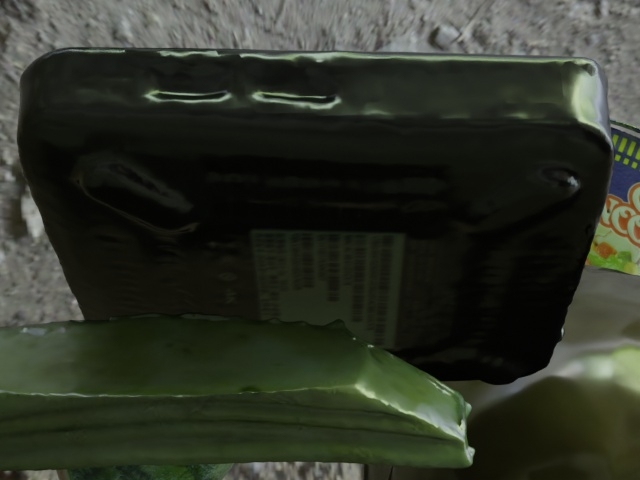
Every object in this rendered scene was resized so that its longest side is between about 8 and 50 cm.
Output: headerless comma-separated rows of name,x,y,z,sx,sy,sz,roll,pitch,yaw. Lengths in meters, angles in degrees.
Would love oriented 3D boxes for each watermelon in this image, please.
watermelon,-0.199,0.261,1.725,0.305,0.224,0.180,-22,72,-22

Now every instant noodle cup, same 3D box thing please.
instant noodle cup,0.345,0.032,1.763,0.284,0.284,0.312,28,67,-2

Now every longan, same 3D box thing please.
longan,0.245,0.221,0.955,0.436,0.404,0.404,20,91,-14

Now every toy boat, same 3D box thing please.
toy boat,-0.071,0.075,0.638,0.293,0.093,0.055,0,121,6

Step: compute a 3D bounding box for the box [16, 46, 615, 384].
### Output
box,0.000,0.000,0.693,0.289,0.290,0.073,1,61,1
